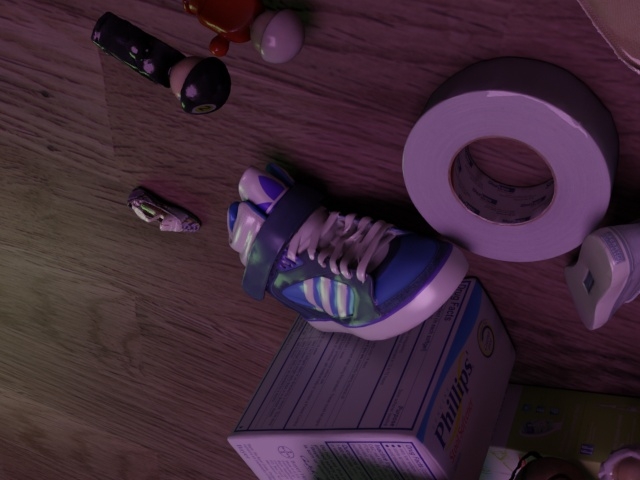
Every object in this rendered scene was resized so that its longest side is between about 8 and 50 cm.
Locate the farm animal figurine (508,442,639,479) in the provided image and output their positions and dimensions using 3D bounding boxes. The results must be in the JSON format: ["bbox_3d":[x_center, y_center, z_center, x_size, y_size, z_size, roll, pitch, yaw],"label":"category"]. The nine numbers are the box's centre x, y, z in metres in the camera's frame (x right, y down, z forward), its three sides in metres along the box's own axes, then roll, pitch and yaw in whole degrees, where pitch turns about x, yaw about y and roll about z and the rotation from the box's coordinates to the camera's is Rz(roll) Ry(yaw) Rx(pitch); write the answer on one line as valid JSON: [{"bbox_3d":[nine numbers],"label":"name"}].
[{"bbox_3d":[0.326,0.404,1.016,0.330,0.172,0.327,-21,99,35],"label":"farm animal figurine"}]

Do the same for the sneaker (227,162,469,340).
[{"bbox_3d":[0.000,0.000,0.995,0.236,0.130,0.322,46,153,-16],"label":"sneaker"}]

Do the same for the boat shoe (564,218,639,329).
[{"bbox_3d":[0.322,0.038,0.886,0.081,0.079,0.227,-18,160,1],"label":"boat shoe"}]

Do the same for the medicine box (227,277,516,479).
[{"bbox_3d":[0.073,0.202,1.072,0.289,0.263,0.149,-10,124,36],"label":"medicine box"}]

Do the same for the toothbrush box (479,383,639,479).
[{"bbox_3d":[0.362,0.318,1.122,0.283,0.122,0.206,3,130,29],"label":"toothbrush box"}]

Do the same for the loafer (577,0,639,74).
[{"bbox_3d":[0.252,-0.236,0.690,0.102,0.092,0.268,-18,118,40],"label":"loafer"}]

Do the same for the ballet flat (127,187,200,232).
[{"bbox_3d":[-0.232,-0.035,1.192,0.114,0.041,0.041,28,137,3],"label":"ballet flat"}]

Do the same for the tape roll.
[{"bbox_3d":[0.202,-0.082,0.878,0.219,0.072,0.219,15,134,16],"label":"tape roll"}]

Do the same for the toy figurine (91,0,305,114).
[{"bbox_3d":[-0.103,-0.251,0.793,0.148,0.213,0.210,32,134,18],"label":"toy figurine"}]
